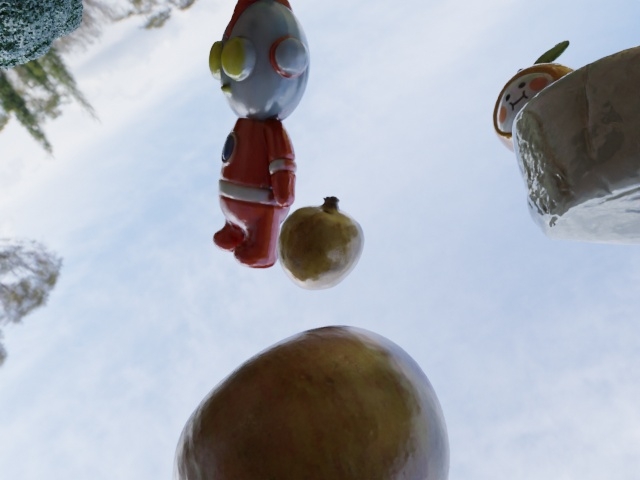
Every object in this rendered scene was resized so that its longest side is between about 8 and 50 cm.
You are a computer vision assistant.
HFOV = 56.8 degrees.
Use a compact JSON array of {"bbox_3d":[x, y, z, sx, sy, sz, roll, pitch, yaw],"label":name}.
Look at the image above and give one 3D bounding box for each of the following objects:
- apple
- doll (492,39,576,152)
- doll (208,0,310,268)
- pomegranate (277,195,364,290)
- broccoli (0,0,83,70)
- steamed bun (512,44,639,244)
[{"bbox_3d":[0.003,0.323,0.862,0.400,0.400,0.334,-36,-110,-9],"label":"apple"},{"bbox_3d":[0.474,-0.298,1.278,0.213,0.213,0.236,-16,-125,17],"label":"doll"},{"bbox_3d":[-0.076,-0.142,0.684,0.105,0.337,0.199,1,-167,-29],"label":"doll"},{"bbox_3d":[0.000,0.000,1.202,0.196,0.196,0.196,-18,-142,15],"label":"pomegranate"},{"bbox_3d":[-0.599,-0.462,1.110,0.294,0.265,0.245,-23,-114,-27],"label":"broccoli"},{"bbox_3d":[0.477,-0.132,0.807,0.383,0.236,0.247,-3,-113,-14],"label":"steamed bun"}]
